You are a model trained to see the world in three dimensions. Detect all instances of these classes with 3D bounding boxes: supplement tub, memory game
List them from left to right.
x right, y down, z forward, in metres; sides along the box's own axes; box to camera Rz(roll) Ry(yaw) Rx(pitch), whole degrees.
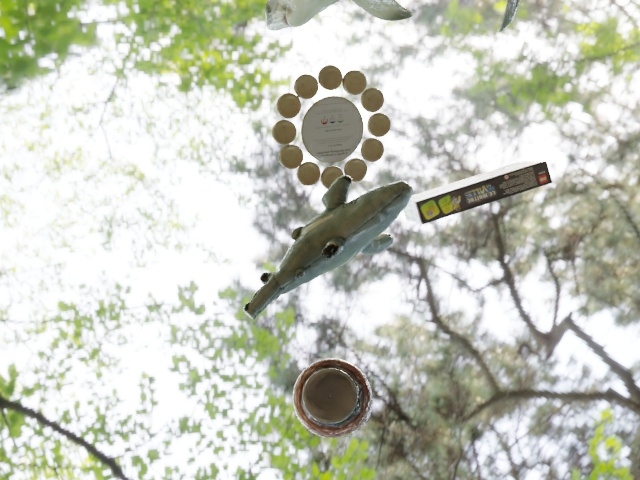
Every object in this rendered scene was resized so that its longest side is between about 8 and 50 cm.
[{"bbox_3d":[0.017,-0.163,1.437,0.186,0.186,0.012,-16,-161,-17],"label":"memory game"},{"bbox_3d":[0.018,0.214,1.323,0.106,0.198,0.106,-1,-101,4],"label":"supplement tub"}]

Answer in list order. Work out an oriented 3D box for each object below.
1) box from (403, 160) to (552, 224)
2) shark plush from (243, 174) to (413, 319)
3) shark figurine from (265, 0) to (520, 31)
[{"bbox_3d":[0.234,-0.075,1.494,0.207,0.114,0.036,-18,-84,-6],"label":"box"},{"bbox_3d":[0.000,0.000,0.794,0.161,0.067,0.073,-26,-81,-16],"label":"shark plush"},{"bbox_3d":[0.082,-0.288,0.948,0.278,0.166,0.116,-6,-115,-5],"label":"shark figurine"}]
